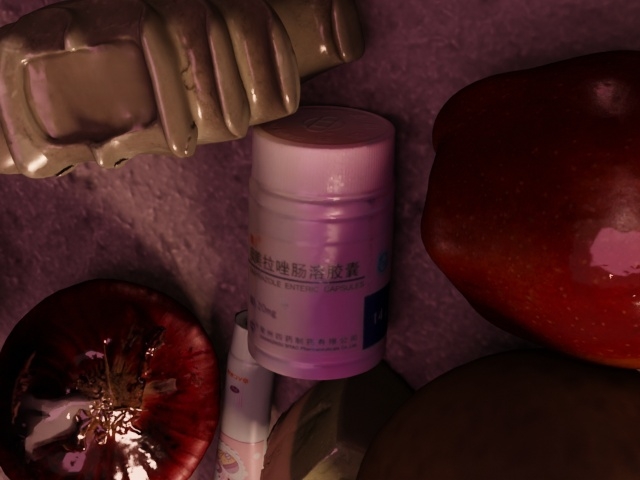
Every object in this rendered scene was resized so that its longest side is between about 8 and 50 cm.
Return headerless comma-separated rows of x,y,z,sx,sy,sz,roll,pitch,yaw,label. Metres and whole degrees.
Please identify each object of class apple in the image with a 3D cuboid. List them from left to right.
0.254,-0.035,1.207,0.317,0.288,0.288,5,112,34,apple

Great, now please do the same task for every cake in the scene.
0.071,0.289,1.472,0.283,0.172,0.158,46,121,-2,cake

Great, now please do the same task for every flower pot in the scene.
-0.159,-0.174,1.335,0.367,0.254,0.164,-5,108,25,flower pot

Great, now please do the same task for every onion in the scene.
-0.252,0.180,1.550,0.273,0.285,0.273,1,87,-17,onion

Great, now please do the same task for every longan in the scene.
0.209,0.272,1.271,0.361,0.361,0.361,8,113,19,longan

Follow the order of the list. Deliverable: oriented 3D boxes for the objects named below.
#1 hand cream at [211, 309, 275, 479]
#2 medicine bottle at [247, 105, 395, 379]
-0.089,0.234,1.582,0.085,0.058,0.331,18,121,20,hand cream
0.000,0.000,1.396,0.152,0.152,0.254,9,114,19,medicine bottle
